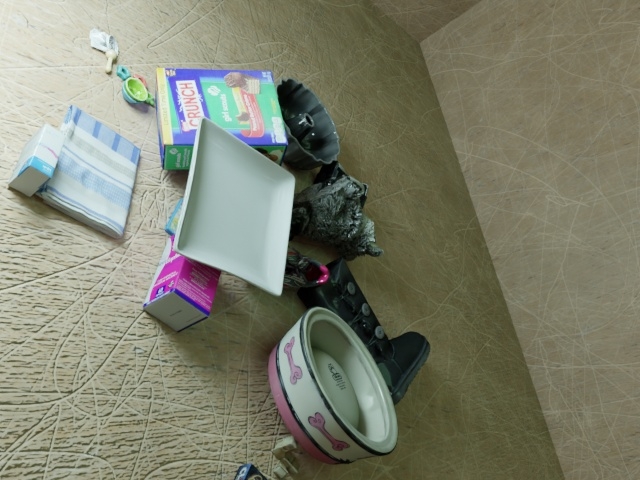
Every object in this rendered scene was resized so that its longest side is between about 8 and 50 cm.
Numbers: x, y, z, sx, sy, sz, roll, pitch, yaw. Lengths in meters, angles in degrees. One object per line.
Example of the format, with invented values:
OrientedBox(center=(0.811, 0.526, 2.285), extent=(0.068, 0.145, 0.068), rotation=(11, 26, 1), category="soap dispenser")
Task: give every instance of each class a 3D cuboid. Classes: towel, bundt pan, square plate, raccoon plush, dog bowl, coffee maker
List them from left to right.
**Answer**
OrientedBox(center=(-0.512, -0.158, 1.401), extent=(0.209, 0.034, 0.285), rotation=(35, 41, -38), category="towel")
OrientedBox(center=(-0.202, -0.072, 1.496), extent=(0.347, 0.049, 0.344), rotation=(30, 57, -45), category="square plate")
OrientedBox(center=(-0.081, -0.381, 2.101), extent=(0.330, 0.124, 0.331), rotation=(33, 42, -37), category="bundt pan")
OrientedBox(center=(0.000, 0.000, 1.955), extent=(0.446, 0.216, 0.299), rotation=(-33, 112, -28), category="raccoon plush")
OrientedBox(center=(0.026, 0.382, 1.582), extent=(0.408, 0.150, 0.408), rotation=(47, 20, -24), category="dog bowl")
OrientedBox(center=(0.072, -0.171, 2.166), extent=(0.178, 0.120, 0.171), rotation=(33, 43, -37), category="coffee maker")

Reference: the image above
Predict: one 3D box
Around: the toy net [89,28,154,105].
OrientedBox(center=(-0.514, -0.460, 1.614), extent=(0.232, 0.045, 0.122), rotation=(61, 32, -2), category="toy net")

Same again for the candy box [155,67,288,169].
OrientedBox(center=(-0.269, -0.323, 1.634), extent=(0.316, 0.122, 0.268), rotation=(-4, 60, -17), category="candy box")

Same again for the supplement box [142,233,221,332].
OrientedBox(center=(-0.309, 0.081, 1.436), extent=(0.114, 0.111, 0.220), rotation=(42, 36, -30), category="supplement box")

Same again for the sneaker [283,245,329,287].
OrientedBox(center=(-0.102, 0.068, 1.698), extent=(0.299, 0.112, 0.121), rotation=(7, 91, -46), category="sneaker")

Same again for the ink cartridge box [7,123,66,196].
OrientedBox(center=(-0.577, -0.164, 1.259), extent=(0.052, 0.088, 0.123), rotation=(34, 41, -37), category="ink cartridge box")

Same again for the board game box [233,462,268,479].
OrientedBox(center=(-0.119, 0.637, 1.355), extent=(0.243, 0.042, 0.165), rotation=(51, 34, -18), category="board game box")

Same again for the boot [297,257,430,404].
OrientedBox(center=(0.149, 0.249, 1.958), extent=(0.445, 0.146, 0.367), rotation=(53, 31, -6), category="boot")

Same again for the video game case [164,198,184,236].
OrientedBox(center=(-0.317, -0.016, 1.590), extent=(0.166, 0.015, 0.119), rotation=(45, 35, -26), category="video game case")

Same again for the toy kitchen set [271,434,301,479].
OrientedBox(center=(-0.070, 0.525, 1.476), extent=(0.083, 0.075, 0.068), rotation=(51, 34, -10), category="toy kitchen set")
